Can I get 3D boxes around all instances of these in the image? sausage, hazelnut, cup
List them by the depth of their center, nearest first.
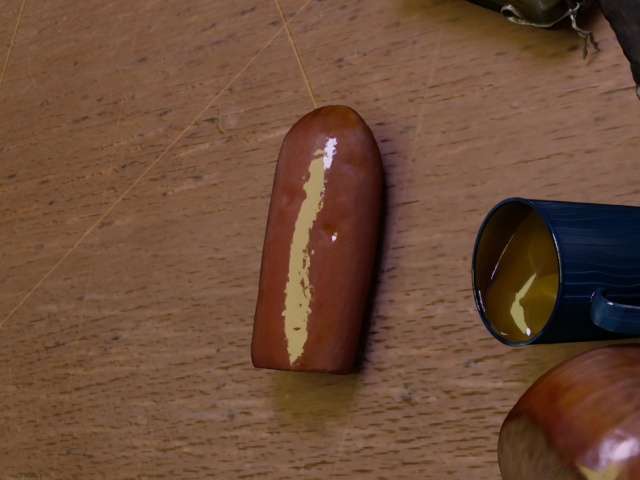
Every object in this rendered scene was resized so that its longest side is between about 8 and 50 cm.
[{"bbox_3d":[0.243,0.171,1.066,0.214,0.176,0.214,-4,68,10],"label":"hazelnut"},{"bbox_3d":[0.213,0.038,1.129,0.113,0.138,0.150,-59,41,43],"label":"cup"},{"bbox_3d":[0.000,0.000,1.377,0.114,0.114,0.259,5,85,44],"label":"sausage"}]

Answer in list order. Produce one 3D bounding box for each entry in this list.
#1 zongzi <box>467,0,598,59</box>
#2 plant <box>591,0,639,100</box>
[{"bbox_3d":[0.184,-0.319,1.291,0.248,0.111,0.241,30,94,38],"label":"zongzi"},{"bbox_3d":[0.296,-0.194,1.033,0.204,0.178,0.233,-24,74,46],"label":"plant"}]
